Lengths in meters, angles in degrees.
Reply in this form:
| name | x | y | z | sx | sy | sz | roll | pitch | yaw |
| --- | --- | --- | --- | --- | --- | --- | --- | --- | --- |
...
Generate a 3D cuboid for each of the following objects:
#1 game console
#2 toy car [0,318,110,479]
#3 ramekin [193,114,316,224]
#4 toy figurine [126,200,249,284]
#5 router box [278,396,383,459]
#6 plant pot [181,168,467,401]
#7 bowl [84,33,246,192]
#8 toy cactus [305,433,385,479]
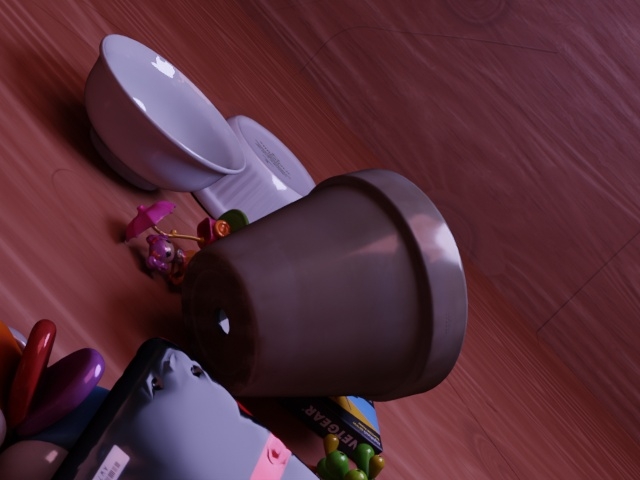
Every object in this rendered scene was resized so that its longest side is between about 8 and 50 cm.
| name | x | y | z | sx | sy | sz | roll | pitch | yaw |
| --- | --- | --- | --- | --- | --- | --- | --- | --- | --- |
| game console | -0.096 | 0.306 | 0.807 | 0.342 | 0.060 | 0.386 | 45 | 34 | -13 |
| toy car | -0.251 | 0.137 | 0.871 | 0.182 | 0.136 | 0.159 | 42 | 17 | -19 |
| ramekin | -0.120 | -0.109 | 1.811 | 0.273 | 0.127 | 0.273 | 42 | 17 | -16 |
| toy figurine | -0.200 | 0.014 | 1.406 | 0.159 | 0.130 | 0.173 | 19 | 55 | -34 |
| router box | 0.011 | 0.237 | 1.475 | 0.179 | 0.046 | 0.133 | 41 | 18 | -23 |
| plant pot | -0.016 | 0.082 | 1.308 | 0.280 | 0.323 | 0.323 | -12 | 55 | -35 |
| bowl | -0.269 | -0.175 | 1.571 | 0.298 | 0.134 | 0.298 | 43 | 17 | -17 |
| toy cactus | 0.041 | 0.349 | 1.239 | 0.180 | 0.112 | 0.219 | 64 | 10 | -12 |
